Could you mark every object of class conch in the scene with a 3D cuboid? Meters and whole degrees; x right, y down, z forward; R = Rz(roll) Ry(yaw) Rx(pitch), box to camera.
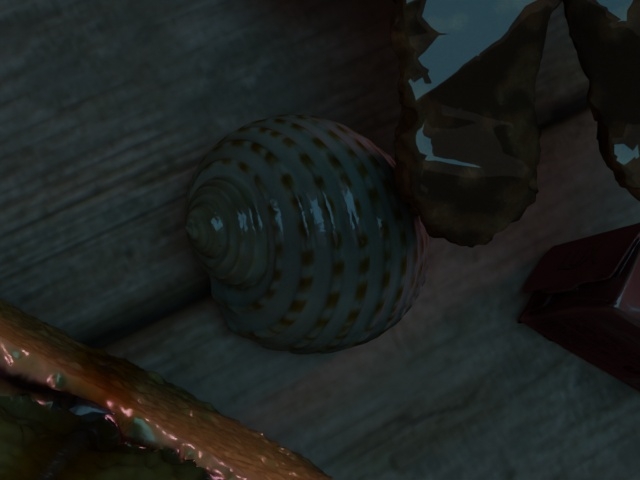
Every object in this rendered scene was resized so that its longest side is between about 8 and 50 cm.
[{"bbox_3d":[0.000,0.001,0.560,0.153,0.102,0.135,3,99,-15],"label":"conch"}]

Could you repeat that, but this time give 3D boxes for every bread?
[{"bbox_3d":[-0.126,0.100,0.504,0.266,0.142,0.178,33,117,-10],"label":"bread"}]

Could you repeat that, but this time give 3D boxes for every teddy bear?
[{"bbox_3d":[0.090,-0.165,0.567,0.246,0.222,0.296,-11,102,-4],"label":"teddy bear"}]

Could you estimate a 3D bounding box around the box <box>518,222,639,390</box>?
[{"bbox_3d":[0.207,0.053,0.601,0.156,0.111,0.060,30,76,-12],"label":"box"}]
